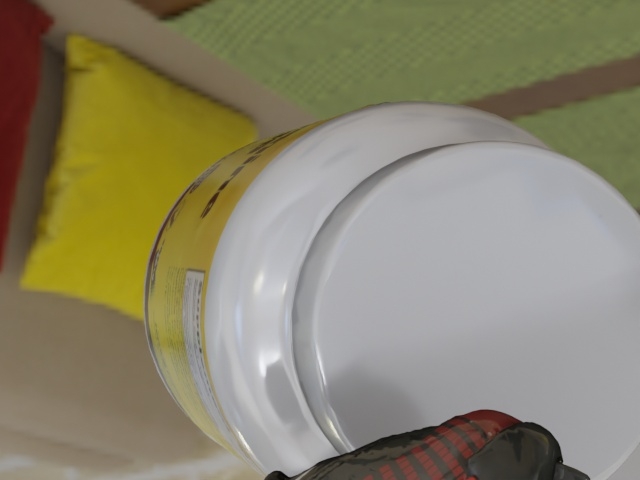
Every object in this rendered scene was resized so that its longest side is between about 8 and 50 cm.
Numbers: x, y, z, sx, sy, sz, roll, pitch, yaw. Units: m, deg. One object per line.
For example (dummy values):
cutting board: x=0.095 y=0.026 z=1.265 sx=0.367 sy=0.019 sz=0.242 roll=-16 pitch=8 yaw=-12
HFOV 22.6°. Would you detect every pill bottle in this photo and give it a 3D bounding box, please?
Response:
pill bottle: x=0.028 y=0.033 z=0.746 sx=0.188 sy=0.187 sz=0.334 roll=5 pitch=179 yaw=-14

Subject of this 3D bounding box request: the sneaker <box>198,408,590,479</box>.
sneaker: x=-0.053 y=0.117 z=0.496 sx=0.276 sy=0.135 sz=0.097 roll=-32 pitch=152 yaw=-8
